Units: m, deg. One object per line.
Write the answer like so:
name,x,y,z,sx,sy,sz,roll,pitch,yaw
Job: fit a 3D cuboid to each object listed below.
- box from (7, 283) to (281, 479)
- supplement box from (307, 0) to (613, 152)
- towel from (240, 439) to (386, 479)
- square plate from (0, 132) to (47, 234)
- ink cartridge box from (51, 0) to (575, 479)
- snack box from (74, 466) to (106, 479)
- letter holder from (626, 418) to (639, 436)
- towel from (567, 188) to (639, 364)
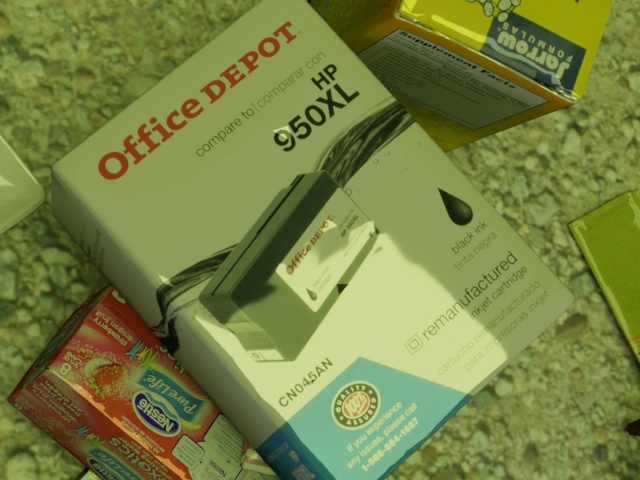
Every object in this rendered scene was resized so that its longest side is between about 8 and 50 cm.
box,-0.155,0.174,1.462,0.257,0.122,0.128,41,53,-11
supplement box,0.121,-0.226,1.494,0.194,0.356,0.195,23,77,-16
towel,0.005,0.136,1.451,0.144,0.029,0.197,11,73,-12
square plate,-0.473,-0.086,1.376,0.347,0.049,0.344,52,48,-6
ink cartridge box,-0.016,0.011,1.377,0.285,0.166,0.395,-41,85,-17
snack box,-0.208,0.304,1.489,0.141,0.037,0.100,45,70,-9
letter holder,0.425,0.259,1.577,0.214,0.302,0.152,-21,91,-20
towel,0.377,0.065,1.722,0.102,0.021,0.237,-27,89,-21
